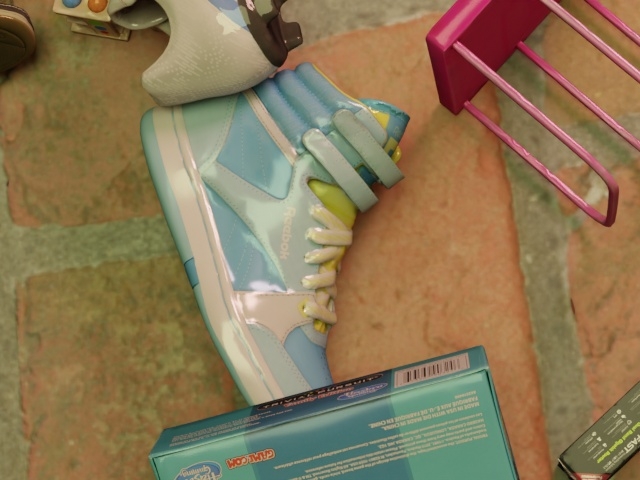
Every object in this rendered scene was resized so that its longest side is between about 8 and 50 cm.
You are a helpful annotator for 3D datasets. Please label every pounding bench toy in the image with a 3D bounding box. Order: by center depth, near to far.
[{"bbox_3d":[-0.176,-0.204,1.404,0.083,0.065,0.052,11,82,10],"label":"pounding bench toy"}]

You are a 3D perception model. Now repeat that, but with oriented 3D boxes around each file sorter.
[{"bbox_3d":[0.249,-0.179,1.268,0.182,0.202,0.291,42,88,12],"label":"file sorter"}]

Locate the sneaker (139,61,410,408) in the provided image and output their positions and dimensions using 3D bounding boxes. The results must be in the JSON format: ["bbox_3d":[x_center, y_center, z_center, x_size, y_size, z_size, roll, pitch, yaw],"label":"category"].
[{"bbox_3d":[0.000,0.000,1.312,0.208,0.127,0.319,-24,78,5],"label":"sneaker"}]

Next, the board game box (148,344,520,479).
[{"bbox_3d":[0.044,0.274,1.229,0.253,0.079,0.336,-15,98,6],"label":"board game box"}]

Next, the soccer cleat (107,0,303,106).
[{"bbox_3d":[-0.123,-0.257,1.354,0.143,0.116,0.331,-23,59,11],"label":"soccer cleat"}]

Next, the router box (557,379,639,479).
[{"bbox_3d":[0.237,0.142,1.268,0.122,0.092,0.038,-43,77,0],"label":"router box"}]

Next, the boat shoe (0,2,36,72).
[{"bbox_3d":[-0.353,-0.182,1.421,0.223,0.080,0.073,-7,48,7],"label":"boat shoe"}]
